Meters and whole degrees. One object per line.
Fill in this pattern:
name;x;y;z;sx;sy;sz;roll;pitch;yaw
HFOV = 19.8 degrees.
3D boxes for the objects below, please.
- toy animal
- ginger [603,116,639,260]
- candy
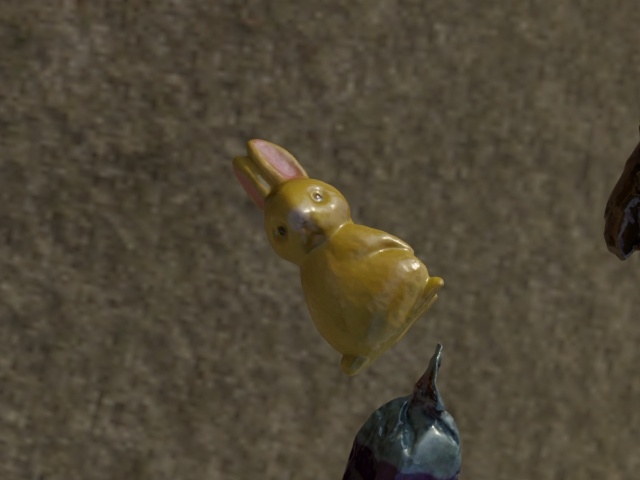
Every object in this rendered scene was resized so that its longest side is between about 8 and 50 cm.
toy animal;-0.002;0.002;1.157;0.083;0.159;0.070;-40;173;-10
ginger;0.178;-0.028;0.881;0.103;0.073;0.162;101;-7;-73
candy;0.023;0.121;0.715;0.043;0.045;0.175;8;101;-20
